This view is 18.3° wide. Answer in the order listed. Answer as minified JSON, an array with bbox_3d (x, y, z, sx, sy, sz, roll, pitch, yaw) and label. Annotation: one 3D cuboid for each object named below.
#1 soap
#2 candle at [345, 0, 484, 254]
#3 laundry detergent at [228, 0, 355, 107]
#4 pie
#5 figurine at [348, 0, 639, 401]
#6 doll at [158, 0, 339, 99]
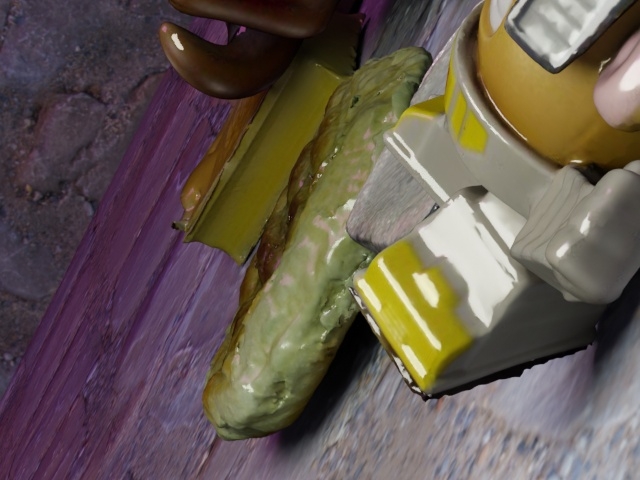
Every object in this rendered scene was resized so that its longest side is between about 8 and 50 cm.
[{"bbox_3d":[-0.046,-0.103,1.797,0.233,0.076,0.135,-55,15,31],"label":"soap"},{"bbox_3d":[0.077,-0.041,1.121,0.168,0.068,0.192,-48,17,43],"label":"candle"},{"bbox_3d":[-0.023,-0.232,1.986,0.237,0.076,0.171,-51,16,55],"label":"laundry detergent"},{"bbox_3d":[0.000,0.000,1.319,0.306,0.071,0.306,-157,90,-85],"label":"pie"},{"bbox_3d":[0.122,-0.080,0.817,0.308,0.143,0.308,-169,90,-67],"label":"figurine"},{"bbox_3d":[-0.012,-0.267,1.567,0.340,0.209,0.318,-19,28,52],"label":"doll"}]
